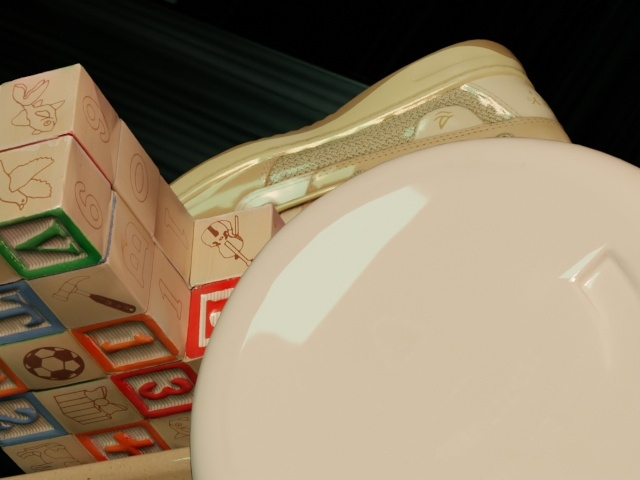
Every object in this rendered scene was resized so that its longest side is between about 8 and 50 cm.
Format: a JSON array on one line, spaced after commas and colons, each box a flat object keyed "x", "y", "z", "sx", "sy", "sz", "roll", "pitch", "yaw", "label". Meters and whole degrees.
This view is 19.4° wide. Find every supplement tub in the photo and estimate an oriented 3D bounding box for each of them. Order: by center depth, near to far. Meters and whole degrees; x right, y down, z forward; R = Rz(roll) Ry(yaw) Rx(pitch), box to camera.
[{"x": 0.103, "y": 0.124, "z": 0.803, "sx": 0.228, "sy": 0.316, "sz": 0.228, "roll": -12, "pitch": 57, "yaw": 18, "label": "supplement tub"}]

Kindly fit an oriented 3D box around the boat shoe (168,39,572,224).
[{"x": 0.000, "y": 0.000, "z": 1.061, "sx": 0.302, "sy": 0.109, "sz": 0.098, "roll": -29, "pitch": 52, "yaw": -1, "label": "boat shoe"}]

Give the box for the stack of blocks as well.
[{"x": -0.095, "y": 0.044, "z": 0.951, "sx": 0.171, "sy": 0.297, "sz": 0.087, "roll": -13, "pitch": 50, "yaw": 18, "label": "stack of blocks"}]

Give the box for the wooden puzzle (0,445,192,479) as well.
[{"x": -0.158, "y": 0.300, "z": 0.957, "sx": 0.322, "sy": 0.080, "sz": 0.348, "roll": -12, "pitch": 69, "yaw": 18, "label": "wooden puzzle"}]
